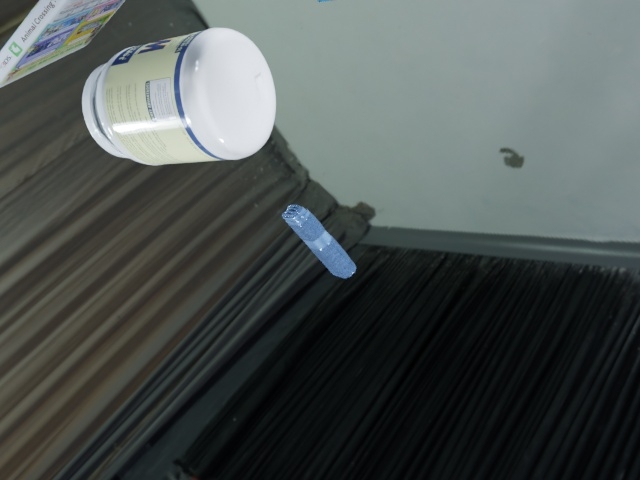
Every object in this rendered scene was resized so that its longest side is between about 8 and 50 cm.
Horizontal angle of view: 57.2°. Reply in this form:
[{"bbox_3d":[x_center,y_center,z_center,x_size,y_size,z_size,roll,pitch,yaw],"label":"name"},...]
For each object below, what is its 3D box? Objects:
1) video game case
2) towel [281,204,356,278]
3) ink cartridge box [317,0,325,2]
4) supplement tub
[{"bbox_3d":[-0.280,-0.275,0.691,0.193,0.212,0.023,-35,110,26],"label":"video game case"},{"bbox_3d":[0.000,0.000,0.798,0.119,0.029,0.067,49,169,-17],"label":"towel"},{"bbox_3d":[0.097,-0.619,1.192,0.233,0.168,0.171,-3,150,7],"label":"ink cartridge box"},{"bbox_3d":[-0.276,-0.267,1.139,0.325,0.235,0.235,2,134,32],"label":"supplement tub"}]
